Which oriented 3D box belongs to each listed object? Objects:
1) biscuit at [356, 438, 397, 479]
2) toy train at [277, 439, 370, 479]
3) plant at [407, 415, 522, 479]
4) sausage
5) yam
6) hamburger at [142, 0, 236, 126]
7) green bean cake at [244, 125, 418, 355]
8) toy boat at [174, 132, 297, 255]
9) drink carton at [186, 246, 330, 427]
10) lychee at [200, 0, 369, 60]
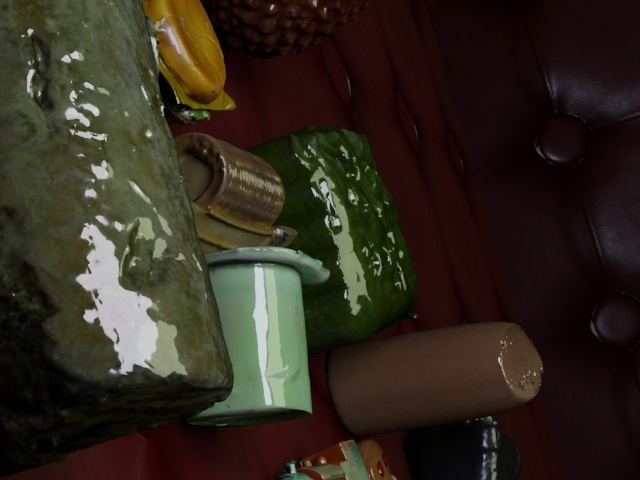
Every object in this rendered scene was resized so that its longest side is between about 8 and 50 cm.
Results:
[{"bbox_3d":[0.101,0.370,1.509,0.165,0.036,0.250,-39,110,-74],"label":"biscuit"},{"bbox_3d":[0.003,0.274,1.238,0.176,0.074,0.118,13,50,-66],"label":"toy train"},{"bbox_3d":[0.215,0.331,1.737,0.164,0.141,0.256,47,33,-53],"label":"plant"},{"bbox_3d":[0.145,0.170,1.484,0.123,0.253,0.123,-13,90,-73],"label":"sausage"},{"bbox_3d":[-0.171,-0.009,0.751,0.195,0.195,0.300,28,46,-68],"label":"yam"},{"bbox_3d":[-0.158,-0.184,1.142,0.189,0.093,0.164,24,48,-71],"label":"hamburger"},{"bbox_3d":[0.000,0.000,1.358,0.250,0.156,0.247,-11,82,-74],"label":"green bean cake"},{"bbox_3d":[-0.106,-0.038,1.096,0.089,0.115,0.310,47,8,23],"label":"toy boat"},{"bbox_3d":[-0.069,0.093,1.075,0.144,0.146,0.142,33,50,-64],"label":"drink carton"},{"bbox_3d":[-0.050,-0.358,1.388,0.276,0.275,0.304,51,47,-51],"label":"lychee"}]
